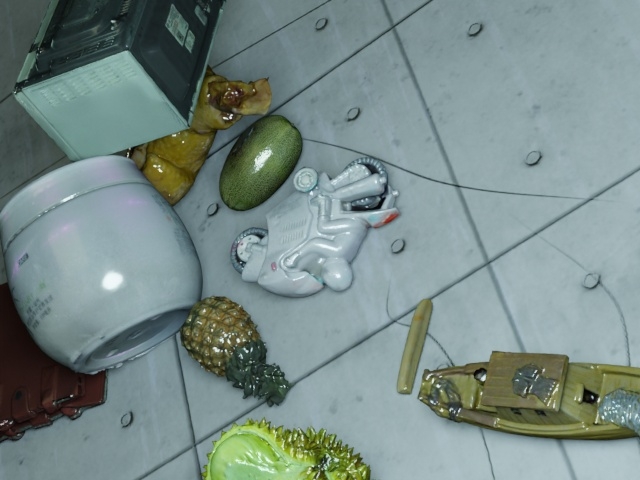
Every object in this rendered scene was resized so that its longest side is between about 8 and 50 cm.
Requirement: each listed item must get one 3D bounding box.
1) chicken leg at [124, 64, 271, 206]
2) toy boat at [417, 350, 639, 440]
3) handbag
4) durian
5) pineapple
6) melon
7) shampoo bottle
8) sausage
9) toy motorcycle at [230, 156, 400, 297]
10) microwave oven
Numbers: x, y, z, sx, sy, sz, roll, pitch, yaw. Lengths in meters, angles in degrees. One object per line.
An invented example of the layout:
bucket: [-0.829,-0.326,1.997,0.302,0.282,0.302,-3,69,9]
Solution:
chicken leg: [-0.206,-0.171,2.129,0.409,0.182,0.295,6,75,55]
toy boat: [0.249,0.177,1.576,0.321,0.121,0.089,-1,67,39]
handbag: [-0.447,0.172,2.194,0.260,0.084,0.275,-19,52,26]
durian: [-0.030,0.324,1.670,0.237,0.176,0.200,13,81,50]
pineapple: [-0.110,0.159,1.914,0.197,0.108,0.108,39,90,35]
melon: [-0.093,-0.116,2.076,0.162,0.099,0.099,-52,43,3]
shampoo bottle: [-0.324,0.034,2.014,0.273,0.273,0.266,-35,74,17]
sausage: [0.122,0.136,1.779,0.024,0.024,0.132,-4,61,38]
toy motorcycle: [0.000,0.000,1.926,0.260,0.110,0.171,-32,62,9]
microwave oven: [-0.293,-0.295,2.014,0.237,0.181,0.295,-16,42,27]
